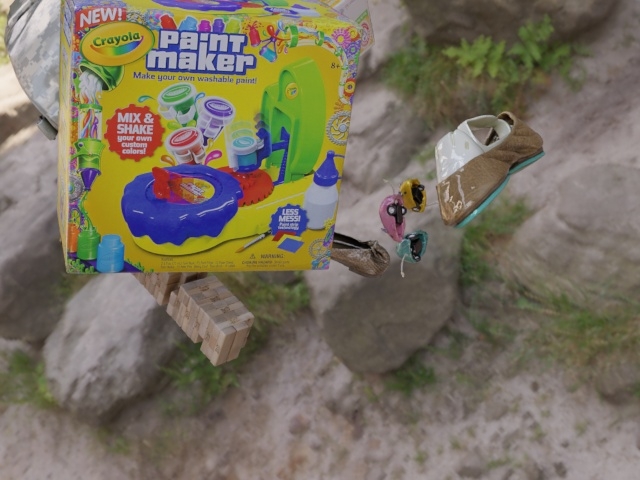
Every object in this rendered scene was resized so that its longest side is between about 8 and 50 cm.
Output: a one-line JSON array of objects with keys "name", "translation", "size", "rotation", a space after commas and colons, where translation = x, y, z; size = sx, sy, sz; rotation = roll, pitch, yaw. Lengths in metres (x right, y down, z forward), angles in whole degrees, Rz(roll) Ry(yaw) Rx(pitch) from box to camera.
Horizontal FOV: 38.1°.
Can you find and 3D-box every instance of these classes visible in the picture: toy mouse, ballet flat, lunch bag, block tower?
[{"name": "toy mouse", "translation": [0.109, -0.017, 1.242], "size": [0.031, 0.161, 0.143], "rotation": [-1, 68, 30]}, {"name": "ballet flat", "translation": [0.000, 0.000, 1.573], "size": [0.084, 0.249, 0.058], "rotation": [-74, 2, -51]}, {"name": "lunch bag", "translation": [-0.282, -0.296, 1.280], "size": [0.305, 0.212, 0.256], "rotation": [-42, 33, 11]}, {"name": "ballet flat", "translation": [0.249, -0.128, 1.444], "size": [0.116, 0.124, 0.342], "rotation": [-36, 0, 41]}, {"name": "block tower", "translation": [-0.267, 0.101, 1.863], "size": [0.091, 0.335, 0.097], "rotation": [-17, -39, -42]}]

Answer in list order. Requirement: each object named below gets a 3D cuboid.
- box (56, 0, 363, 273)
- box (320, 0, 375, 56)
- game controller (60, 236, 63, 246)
[{"name": "box", "translation": [-0.134, -0.125, 1.017], "size": [0.177, 0.290, 0.279], "rotation": [-127, 40, -60]}, {"name": "box", "translation": [-0.010, -0.327, 1.495], "size": [0.114, 0.103, 0.203], "rotation": [7, 36, 31]}, {"name": "game controller", "translation": [-0.409, -0.063, 1.761], "size": [0.067, 0.166, 0.319], "rotation": [-13, 1, -45]}]
